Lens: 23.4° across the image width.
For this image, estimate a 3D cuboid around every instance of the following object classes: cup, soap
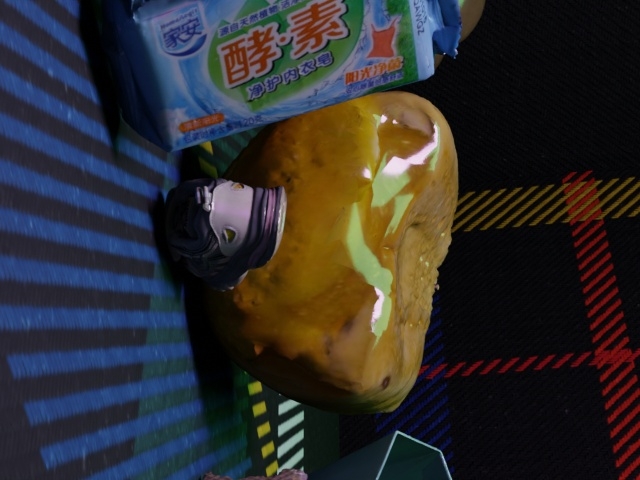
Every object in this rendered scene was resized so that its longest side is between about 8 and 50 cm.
[{"bbox_3d":[0.018,0.302,1.610,0.134,0.236,0.148,-7,74,-54],"label":"cup"},{"bbox_3d":[-0.031,-0.174,1.247,0.077,0.293,0.156,-112,-174,-46],"label":"soap"}]

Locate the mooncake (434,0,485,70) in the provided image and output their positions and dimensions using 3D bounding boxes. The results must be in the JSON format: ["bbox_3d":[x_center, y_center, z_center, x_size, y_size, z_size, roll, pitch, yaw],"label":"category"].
[{"bbox_3d":[0.001,-0.380,1.638,0.467,0.262,0.467,-6,90,-67],"label":"mooncake"}]

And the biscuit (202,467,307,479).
[{"bbox_3d":[-0.068,0.285,1.447,0.239,0.108,0.061,-81,167,-74],"label":"biscuit"}]

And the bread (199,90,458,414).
[{"bbox_3d":[0.000,0.000,1.701,0.394,0.250,0.361,42,61,-77],"label":"bread"}]

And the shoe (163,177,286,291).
[{"bbox_3d":[-0.106,-0.009,1.461,0.180,0.092,0.089,-23,-124,59],"label":"shoe"}]
